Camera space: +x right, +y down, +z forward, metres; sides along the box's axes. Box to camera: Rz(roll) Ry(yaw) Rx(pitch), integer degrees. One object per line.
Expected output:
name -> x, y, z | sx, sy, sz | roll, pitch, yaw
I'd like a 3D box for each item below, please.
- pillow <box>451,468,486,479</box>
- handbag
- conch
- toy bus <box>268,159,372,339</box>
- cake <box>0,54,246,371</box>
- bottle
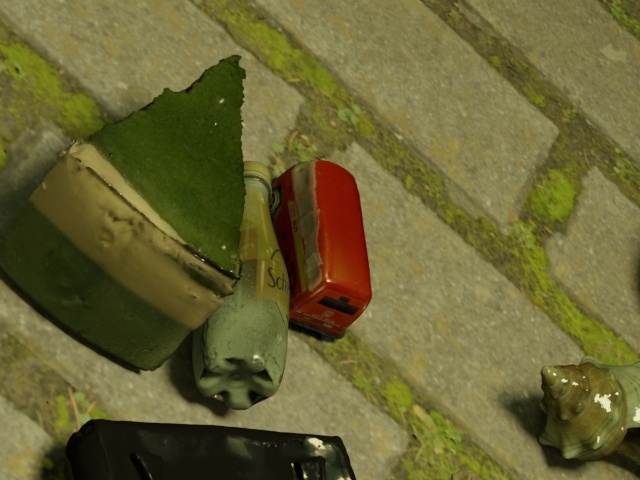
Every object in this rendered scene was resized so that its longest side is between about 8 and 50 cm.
pillow -> 0.182, 0.306, 1.796 | 0.208, 0.053, 0.119 | 45, 41, -10
handbag -> -0.065, 0.256, 1.582 | 0.275, 0.088, 0.244 | 6, 52, -36
conch -> 0.296, 0.162, 1.956 | 0.234, 0.137, 0.114 | 11, 68, -30
toy bus -> 0.000, 0.000, 1.861 | 0.079, 0.077, 0.174 | 20, 47, -31
cake -> -0.164, -0.062, 1.697 | 0.172, 0.158, 0.283 | 27, 42, -23
bottle -> -0.067, 0.028, 1.771 | 0.083, 0.083, 0.269 | 28, 40, -24
